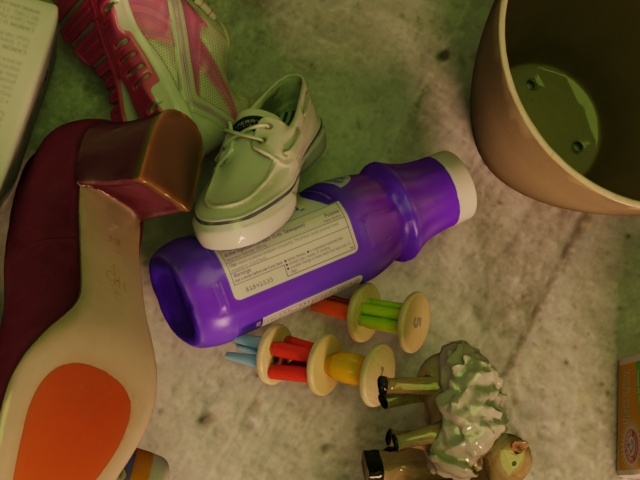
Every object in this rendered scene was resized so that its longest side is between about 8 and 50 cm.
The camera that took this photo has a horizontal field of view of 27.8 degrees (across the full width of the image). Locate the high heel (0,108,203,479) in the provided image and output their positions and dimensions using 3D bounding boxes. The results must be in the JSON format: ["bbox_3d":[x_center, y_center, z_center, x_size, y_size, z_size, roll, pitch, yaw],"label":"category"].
[{"bbox_3d":[-0.211,0.069,0.995,0.127,0.181,0.377,44,52,-35],"label":"high heel"}]

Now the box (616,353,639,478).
[{"bbox_3d":[0.377,0.163,1.155,0.203,0.103,0.114,7,77,-10],"label":"box"}]

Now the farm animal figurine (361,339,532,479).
[{"bbox_3d":[0.134,0.289,1.027,0.172,0.330,0.327,-3,51,-10],"label":"farm animal figurine"}]

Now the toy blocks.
[{"bbox_3d":[0.003,0.080,1.105,0.148,0.054,0.123,9,40,30],"label":"toy blocks"}]

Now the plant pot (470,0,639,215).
[{"bbox_3d":[0.228,-0.127,1.091,0.256,0.274,0.256,2,81,-11],"label":"plant pot"}]

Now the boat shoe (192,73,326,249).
[{"bbox_3d":[-0.056,-0.071,1.066,0.083,0.226,0.076,-5,116,16],"label":"boat shoe"}]

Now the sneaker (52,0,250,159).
[{"bbox_3d":[-0.145,-0.177,1.117,0.111,0.103,0.252,-27,96,-38],"label":"sneaker"}]

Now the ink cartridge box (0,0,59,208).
[{"bbox_3d":[-0.405,-0.054,1.012,0.308,0.091,0.385,16,67,-7],"label":"ink cartridge box"}]

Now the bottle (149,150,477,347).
[{"bbox_3d":[0.000,0.000,1.100,0.283,0.118,0.092,-22,100,-20],"label":"bottle"}]

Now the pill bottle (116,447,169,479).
[{"bbox_3d":[-0.265,0.203,0.992,0.272,0.152,0.152,17,76,-8],"label":"pill bottle"}]
